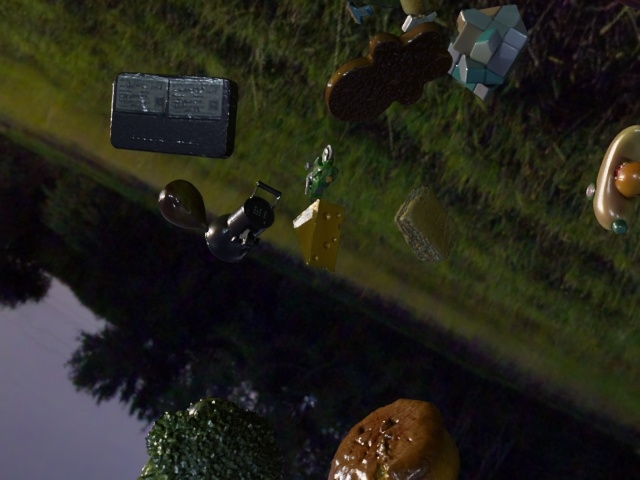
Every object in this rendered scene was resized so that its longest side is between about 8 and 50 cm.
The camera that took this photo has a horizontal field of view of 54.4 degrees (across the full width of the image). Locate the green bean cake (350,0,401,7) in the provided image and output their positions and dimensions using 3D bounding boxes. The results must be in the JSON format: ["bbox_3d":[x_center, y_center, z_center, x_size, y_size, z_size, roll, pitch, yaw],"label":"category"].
[{"bbox_3d":[0.109,-0.580,1.251,0.222,0.248,0.125,19,146,21],"label":"green bean cake"}]

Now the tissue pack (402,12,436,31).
[{"bbox_3d":[0.306,-0.679,1.924,0.023,0.108,0.056,60,149,15],"label":"tissue pack"}]

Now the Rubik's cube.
[{"bbox_3d":[0.489,-0.575,1.850,0.224,0.265,0.213,40,161,10],"label":"Rubik's cube"}]

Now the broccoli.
[{"bbox_3d":[-0.191,0.415,1.101,0.288,0.260,0.235,39,163,-31],"label":"broccoli"}]

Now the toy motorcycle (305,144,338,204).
[{"bbox_3d":[0.004,-0.192,1.827,0.074,0.106,0.190,2,149,-24],"label":"toy motorcycle"}]

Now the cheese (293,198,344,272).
[{"bbox_3d":[0.000,0.000,1.678,0.093,0.171,0.126,19,143,-33],"label":"cheese"}]

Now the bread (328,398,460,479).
[{"bbox_3d":[0.163,0.498,1.378,0.172,0.312,0.312,51,165,-13],"label":"bread"}]

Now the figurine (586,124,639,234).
[{"bbox_3d":[0.922,-0.185,1.879,0.124,0.325,0.222,10,-162,-1],"label":"figurine"}]

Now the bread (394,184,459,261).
[{"bbox_3d":[0.294,-0.044,1.747,0.102,0.138,0.196,-11,131,49],"label":"bread"}]

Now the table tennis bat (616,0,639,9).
[{"bbox_3d":[0.691,-0.663,1.424,0.414,0.268,0.051,19,166,2],"label":"table tennis bat"}]

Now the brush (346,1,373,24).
[{"bbox_3d":[0.082,-0.465,1.266,0.051,0.014,0.164,53,-177,-21],"label":"brush"}]

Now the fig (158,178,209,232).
[{"bbox_3d":[-0.328,-0.077,1.536,0.154,0.103,0.109,38,141,12],"label":"fig"}]

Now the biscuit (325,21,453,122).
[{"bbox_3d":[0.116,-0.294,1.108,0.180,0.236,0.039,45,-160,-55],"label":"biscuit"}]

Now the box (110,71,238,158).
[{"bbox_3d":[-0.392,-0.334,1.655,0.350,0.211,0.058,8,-174,16],"label":"box"}]

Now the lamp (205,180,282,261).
[{"bbox_3d":[-0.211,-0.039,1.745,0.147,0.172,0.227,28,144,-23],"label":"lamp"}]

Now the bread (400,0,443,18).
[{"bbox_3d":[0.187,-0.478,1.112,0.064,0.156,0.117,22,-160,27],"label":"bread"}]
